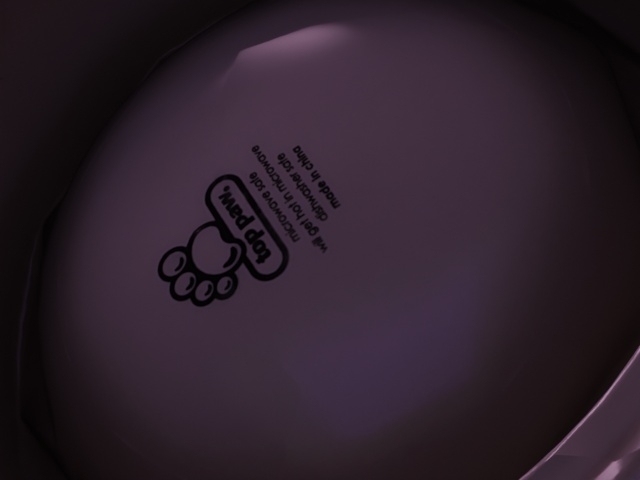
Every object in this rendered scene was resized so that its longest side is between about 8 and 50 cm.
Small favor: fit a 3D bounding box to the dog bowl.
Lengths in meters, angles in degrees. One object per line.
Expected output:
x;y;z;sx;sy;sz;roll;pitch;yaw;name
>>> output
0.000;0.000;0.722;0.408;0.150;0.408;-10;60;18;dog bowl
